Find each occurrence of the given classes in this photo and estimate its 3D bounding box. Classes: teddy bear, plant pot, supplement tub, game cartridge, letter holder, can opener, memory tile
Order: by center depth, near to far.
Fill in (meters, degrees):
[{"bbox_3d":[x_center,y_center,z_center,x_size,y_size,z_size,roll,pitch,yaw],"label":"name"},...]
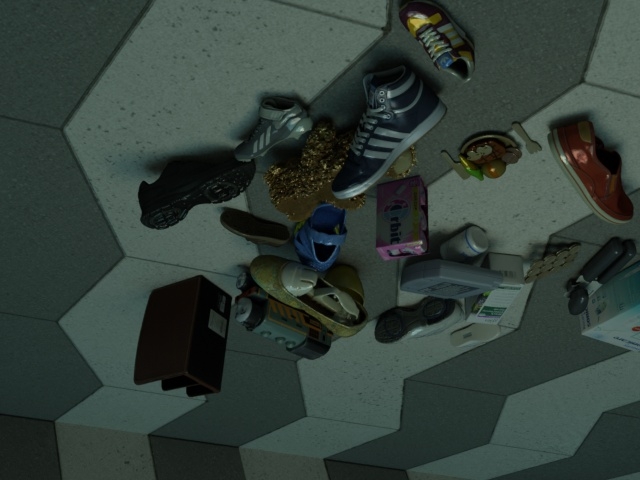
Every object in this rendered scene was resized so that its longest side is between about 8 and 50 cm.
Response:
[{"bbox_3d":[0.043,-0.165,1.727,0.245,0.113,0.338,23,135,-38],"label":"teddy bear"},{"bbox_3d":[0.363,0.015,1.989,0.071,0.071,0.107,23,142,-28],"label":"supplement tub"},{"bbox_3d":[0.598,0.060,2.040,0.148,0.012,0.113,-20,149,-10],"label":"memory tile"},{"bbox_3d":[0.324,0.103,2.065,0.198,0.062,0.297,15,167,-11],"label":"game cartridge"},{"bbox_3d":[0.733,0.106,2.073,0.076,0.095,0.283,8,147,-9],"label":"can opener"},{"bbox_3d":[0.059,0.124,2.155,0.134,0.095,0.134,6,142,5],"label":"plant pot"},{"bbox_3d":[-0.397,0.285,2.263,0.215,0.301,0.152,-16,143,28],"label":"letter holder"}]

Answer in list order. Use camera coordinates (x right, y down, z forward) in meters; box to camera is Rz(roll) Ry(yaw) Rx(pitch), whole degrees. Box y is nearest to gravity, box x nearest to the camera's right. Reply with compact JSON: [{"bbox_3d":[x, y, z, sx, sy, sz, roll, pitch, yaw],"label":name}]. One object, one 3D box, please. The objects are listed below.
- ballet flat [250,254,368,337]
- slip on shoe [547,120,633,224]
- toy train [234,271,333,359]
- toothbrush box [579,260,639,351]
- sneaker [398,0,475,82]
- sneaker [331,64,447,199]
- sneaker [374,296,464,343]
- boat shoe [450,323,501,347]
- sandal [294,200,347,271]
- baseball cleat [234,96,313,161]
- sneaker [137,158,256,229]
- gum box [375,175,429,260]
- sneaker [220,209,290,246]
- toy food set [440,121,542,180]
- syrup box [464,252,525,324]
[{"bbox_3d":[-0.017,0.131,2.020,0.349,0.123,0.123,36,137,-20],"label":"ballet flat"},{"bbox_3d":[0.604,-0.140,1.692,0.101,0.123,0.331,-25,133,31],"label":"slip on shoe"},{"bbox_3d":[-0.098,0.206,2.216,0.334,0.190,0.142,28,139,-34],"label":"toy train"},{"bbox_3d":[0.883,0.175,2.142,0.216,0.126,0.295,18,146,-22],"label":"toothbrush box"},{"bbox_3d":[0.214,-0.356,1.412,0.186,0.083,0.070,26,141,-31],"label":"sneaker"},{"bbox_3d":[0.099,-0.218,1.536,0.282,0.099,0.153,-42,122,3],"label":"sneaker"},{"bbox_3d":[0.293,0.253,2.338,0.297,0.111,0.129,-21,146,34],"label":"sneaker"},{"bbox_3d":[0.486,0.295,2.423,0.063,0.066,0.184,13,146,-40],"label":"boat shoe"},{"bbox_3d":[0.000,0.000,1.940,0.126,0.138,0.317,4,149,-4],"label":"sandal"},{"bbox_3d":[-0.116,-0.240,1.655,0.206,0.072,0.109,-22,126,27],"label":"baseball cleat"},{"bbox_3d":[-0.287,-0.137,1.781,0.286,0.130,0.109,-22,152,-1],"label":"sneaker"},{"bbox_3d":[0.187,-0.046,1.800,0.107,0.188,0.062,-11,145,22],"label":"gum box"},{"bbox_3d":[-0.174,-0.018,1.989,0.189,0.066,0.071,19,145,-22],"label":"sneaker"},{"bbox_3d":[0.368,-0.181,1.712,0.192,0.038,0.132,-21,140,33],"label":"toy food set"},{"bbox_3d":[0.468,0.136,2.144,0.093,0.096,0.236,6,146,-5],"label":"syrup box"}]
